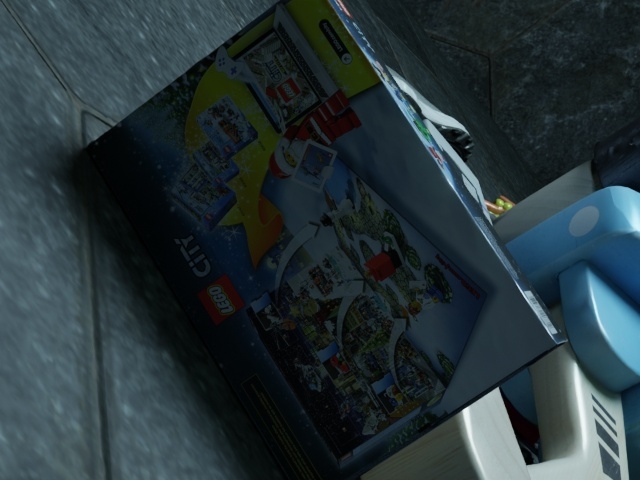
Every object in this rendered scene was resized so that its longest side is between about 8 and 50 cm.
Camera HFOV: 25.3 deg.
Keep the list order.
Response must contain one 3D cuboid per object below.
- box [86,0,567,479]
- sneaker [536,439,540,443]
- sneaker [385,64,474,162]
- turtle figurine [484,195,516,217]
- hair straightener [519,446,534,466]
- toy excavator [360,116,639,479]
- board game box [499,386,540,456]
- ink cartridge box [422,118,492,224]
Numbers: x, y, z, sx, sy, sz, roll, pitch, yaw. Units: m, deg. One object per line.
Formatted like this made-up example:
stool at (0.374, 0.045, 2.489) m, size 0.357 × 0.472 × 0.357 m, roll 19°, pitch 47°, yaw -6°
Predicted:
box at (0.000, 0.000, 0.765) m, size 0.233 × 0.159 × 0.044 m, roll 58°, pitch 15°, yaw 10°
sneaker at (0.185, 0.105, 1.367) m, size 0.188 × 0.078 × 0.067 m, roll 54°, pitch 12°, yaw -3°
sneaker at (0.082, -0.134, 1.564) m, size 0.271 × 0.100 × 0.108 m, roll 37°, pitch 17°, yaw -54°
turtle figurine at (0.166, 0.011, 1.517) m, size 0.217 × 0.087 × 0.269 m, roll 37°, pitch 29°, yaw -34°
hair straightener at (0.183, 0.236, 1.091) m, size 0.089 × 0.047 × 0.230 m, roll 46°, pitch 15°, yaw -37°
toy excavator at (0.202, 0.110, 1.033) m, size 0.433 × 0.222 × 0.445 m, roll 38°, pitch 33°, yaw -32°
board game box at (0.156, 0.132, 1.216) m, size 0.168 × 0.033 × 0.133 m, roll 41°, pitch 3°, yaw -46°
ink cartridge box at (0.055, -0.006, 1.059) m, size 0.072 × 0.127 × 0.175 m, roll 49°, pitch 13°, yaw -15°
